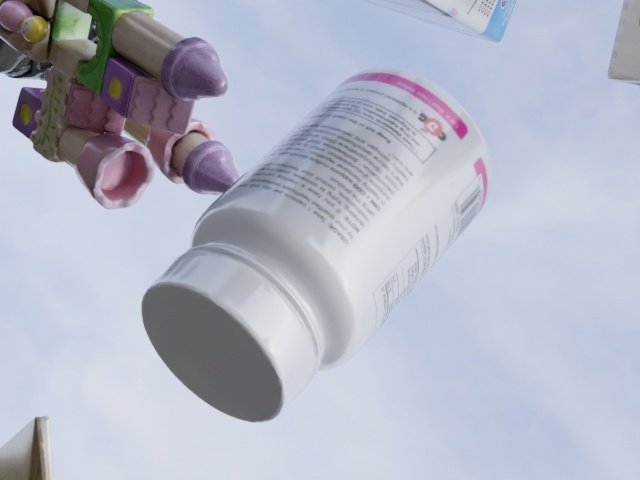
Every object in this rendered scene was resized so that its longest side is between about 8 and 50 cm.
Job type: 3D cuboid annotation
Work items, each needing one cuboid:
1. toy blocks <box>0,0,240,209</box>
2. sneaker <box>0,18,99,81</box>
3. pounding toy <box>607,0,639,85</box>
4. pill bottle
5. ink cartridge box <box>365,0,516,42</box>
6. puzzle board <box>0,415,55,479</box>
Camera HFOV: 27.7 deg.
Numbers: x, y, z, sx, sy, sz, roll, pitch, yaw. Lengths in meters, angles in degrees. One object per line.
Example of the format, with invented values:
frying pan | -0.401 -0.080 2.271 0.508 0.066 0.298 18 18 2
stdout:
toy blocks | -0.176 -0.158 1.115 0.260 0.309 0.288 35 -61 38
sneaker | -0.260 -0.259 1.385 0.227 0.130 0.087 -52 -131 22
pounding toy | 0.363 -0.147 1.007 0.181 0.206 0.094 -149 -111 -73
pill bottle | 0.000 0.000 1.022 0.160 0.283 0.160 27 -39 24
ink cartridge box | 0.048 -0.249 0.866 0.168 0.233 0.171 23 -82 20
puzzle board | -0.132 0.138 0.557 0.128 0.011 0.096 -39 -125 54
